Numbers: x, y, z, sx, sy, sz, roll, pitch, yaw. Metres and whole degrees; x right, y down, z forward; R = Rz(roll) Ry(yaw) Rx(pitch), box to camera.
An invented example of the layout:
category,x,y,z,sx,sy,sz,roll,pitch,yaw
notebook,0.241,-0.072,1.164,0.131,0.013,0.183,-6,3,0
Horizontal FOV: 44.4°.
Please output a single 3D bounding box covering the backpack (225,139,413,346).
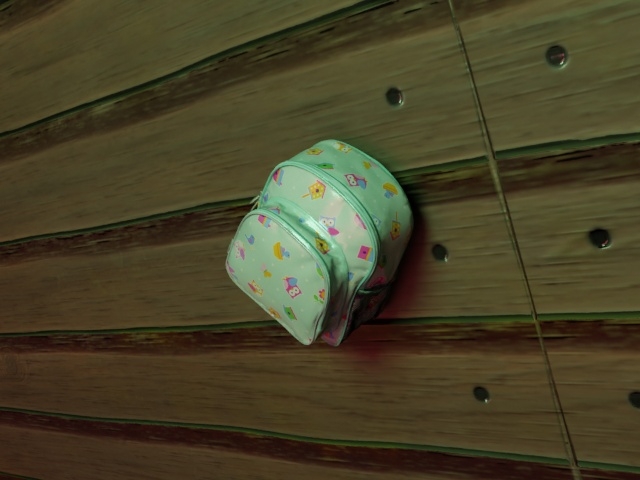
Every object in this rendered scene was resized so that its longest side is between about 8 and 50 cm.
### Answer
category,x,y,z,sx,sy,sz,roll,pitch,yaw
backpack,0.000,0.000,0.805,0.166,0.144,0.188,41,128,21
